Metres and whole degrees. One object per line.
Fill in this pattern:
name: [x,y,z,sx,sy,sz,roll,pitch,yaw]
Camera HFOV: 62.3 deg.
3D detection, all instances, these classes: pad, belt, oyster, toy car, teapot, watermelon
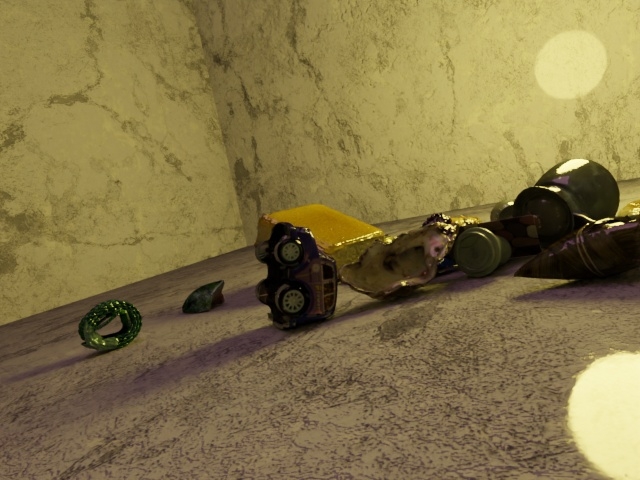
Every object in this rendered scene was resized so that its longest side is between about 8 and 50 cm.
pad: [0.445,0.004,1.385,0.235,0.158,0.003,-9,46,26]
belt: [-0.526,0.215,1.328,0.151,0.121,0.079,-21,13,-37]
oyster: [0.201,0.050,1.262,0.341,0.166,0.110,-37,-25,-34]
toy car: [-0.048,0.075,1.193,0.158,0.235,0.172,-1,0,-24]
teapot: [0.688,-0.066,1.460,0.285,0.305,0.223,-23,-34,-32]
watermelon: [-0.368,0.195,1.641,0.155,0.080,0.101,-9,41,11]

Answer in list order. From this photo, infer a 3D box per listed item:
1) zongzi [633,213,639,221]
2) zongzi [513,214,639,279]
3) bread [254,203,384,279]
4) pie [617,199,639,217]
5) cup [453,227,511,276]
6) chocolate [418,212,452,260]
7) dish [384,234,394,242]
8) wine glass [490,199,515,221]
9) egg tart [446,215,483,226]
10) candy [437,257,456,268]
zongzi: [0.858,-0.112,1.276,0.300,0.138,0.286,-25,28,40]
zongzi: [0.541,0.021,1.097,0.241,0.111,0.248,-16,-3,31]
bread: [0.000,0.000,1.746,0.333,0.143,0.324,27,29,37]
pie: [0.978,-0.091,1.437,0.338,0.075,0.337,-12,7,1]
cup: [0.405,0.026,1.308,0.120,0.120,0.141,-8,-3,39]
chocolate: [0.333,-0.018,1.534,0.156,0.133,0.156,13,-12,3]
dish: [0.227,0.025,1.925,0.208,0.080,0.149,-17,7,-35]
wine glass: [0.642,-0.074,1.789,0.126,0.126,0.241,-11,4,13]
egg tart: [0.460,-0.032,1.849,0.291,0.107,0.291,-11,4,1]
candy: [0.214,0.068,1.504,0.187,0.077,0.331,-7,4,-27]
